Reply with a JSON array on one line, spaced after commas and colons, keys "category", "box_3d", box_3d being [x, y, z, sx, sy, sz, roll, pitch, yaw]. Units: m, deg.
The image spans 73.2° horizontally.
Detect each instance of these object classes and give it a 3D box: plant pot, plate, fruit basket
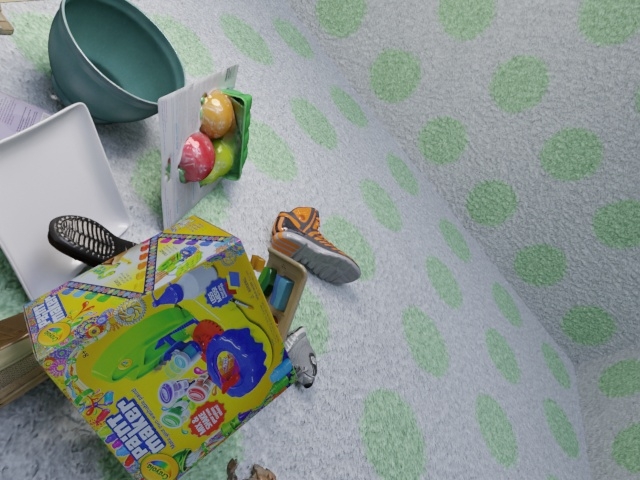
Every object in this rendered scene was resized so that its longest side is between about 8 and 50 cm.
[{"category": "plant pot", "box_3d": [-0.495, -0.395, 1.008, 0.293, 0.196, 0.293, 37, 38, -37]}, {"category": "plate", "box_3d": [-0.478, -0.070, 0.773, 0.277, 0.045, 0.278, -66, 157, -51]}, {"category": "fruit basket", "box_3d": [-0.301, -0.241, 1.061, 0.165, 0.327, 0.353, 21, 38, 12]}]

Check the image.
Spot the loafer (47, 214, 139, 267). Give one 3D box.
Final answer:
[{"category": "loafer", "box_3d": [-0.415, 0.028, 0.809, 0.220, 0.078, 0.080, 42, 27, -54]}]

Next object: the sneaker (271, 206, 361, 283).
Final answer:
[{"category": "sneaker", "box_3d": [0.000, 0.000, 1.327, 0.321, 0.124, 0.180, 32, 40, -28]}]

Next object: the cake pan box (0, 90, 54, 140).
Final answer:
[{"category": "cake pan box", "box_3d": [-0.626, -0.182, 0.796, 0.245, 0.070, 0.267, 22, 45, -40]}]

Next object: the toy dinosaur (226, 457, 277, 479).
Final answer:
[{"category": "toy dinosaur", "box_3d": [-0.138, 0.507, 0.722, 0.200, 0.127, 0.296, 45, 40, -24]}]

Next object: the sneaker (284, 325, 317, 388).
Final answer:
[{"category": "sneaker", "box_3d": [-0.071, 0.302, 1.012, 0.132, 0.086, 0.228, 58, 33, 2]}]

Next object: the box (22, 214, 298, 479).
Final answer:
[{"category": "box", "box_3d": [-0.227, 0.164, 0.669, 0.279, 0.177, 0.290, -34, 123, -26]}]

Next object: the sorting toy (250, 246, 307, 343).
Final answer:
[{"category": "sorting toy", "box_3d": [-0.131, 0.132, 0.966, 0.041, 0.307, 0.229, 15, 93, -27]}]

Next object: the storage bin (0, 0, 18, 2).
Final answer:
[{"category": "storage bin", "box_3d": [-0.807, -0.699, 0.990, 0.262, 0.123, 0.260, 46, 34, -11]}]

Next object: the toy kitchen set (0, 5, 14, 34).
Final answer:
[{"category": "toy kitchen set", "box_3d": [-0.734, -0.519, 0.958, 0.083, 0.075, 0.068, 53, 35, 0]}]

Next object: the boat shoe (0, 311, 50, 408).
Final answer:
[{"category": "boat shoe", "box_3d": [-0.421, 0.155, 0.717, 0.341, 0.121, 0.110, -30, 122, -53]}]
